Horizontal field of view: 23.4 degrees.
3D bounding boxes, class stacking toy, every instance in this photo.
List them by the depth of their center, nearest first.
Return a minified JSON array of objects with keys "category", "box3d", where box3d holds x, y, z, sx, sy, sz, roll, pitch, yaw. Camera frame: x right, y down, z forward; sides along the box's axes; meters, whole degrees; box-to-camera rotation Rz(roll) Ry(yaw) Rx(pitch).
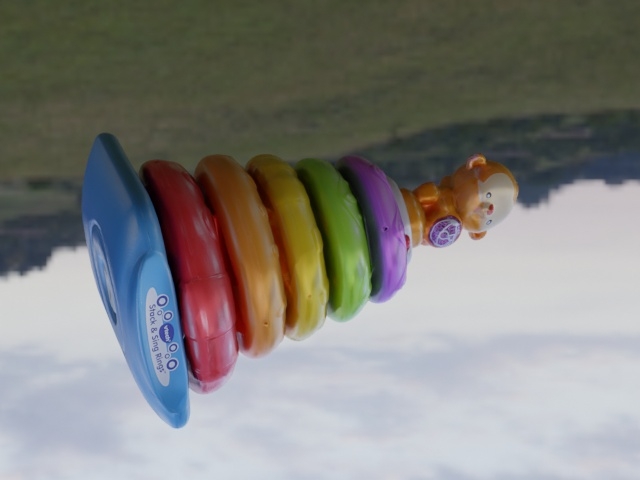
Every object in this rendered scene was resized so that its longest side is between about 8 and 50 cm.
[{"category":"stacking toy","box3d":[0.000,0.000,1.063,0.302,0.175,0.166,-13,-151,-14]}]
